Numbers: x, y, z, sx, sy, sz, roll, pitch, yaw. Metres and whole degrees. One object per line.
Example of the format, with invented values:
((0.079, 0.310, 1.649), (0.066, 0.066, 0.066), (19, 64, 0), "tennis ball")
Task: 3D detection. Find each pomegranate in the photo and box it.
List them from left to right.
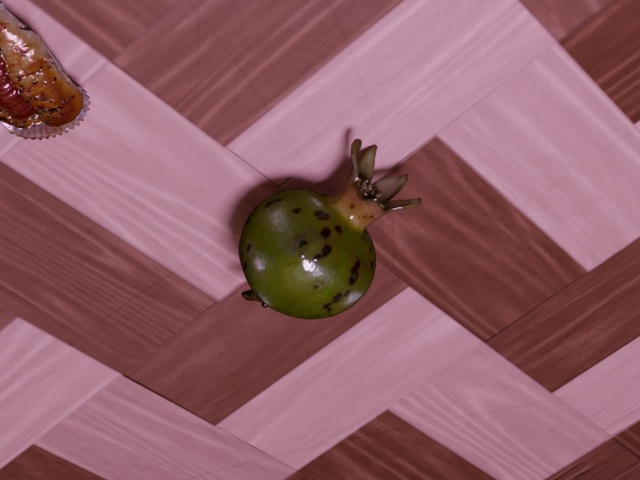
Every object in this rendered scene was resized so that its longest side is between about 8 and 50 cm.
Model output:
((0.002, -0.011, 1.410), (0.156, 0.156, 0.220), (34, 86, -37), "pomegranate")

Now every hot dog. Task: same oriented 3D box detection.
((-0.301, -0.166, 1.227), (0.099, 0.053, 0.192), (-29, 135, 8), "hot dog")
